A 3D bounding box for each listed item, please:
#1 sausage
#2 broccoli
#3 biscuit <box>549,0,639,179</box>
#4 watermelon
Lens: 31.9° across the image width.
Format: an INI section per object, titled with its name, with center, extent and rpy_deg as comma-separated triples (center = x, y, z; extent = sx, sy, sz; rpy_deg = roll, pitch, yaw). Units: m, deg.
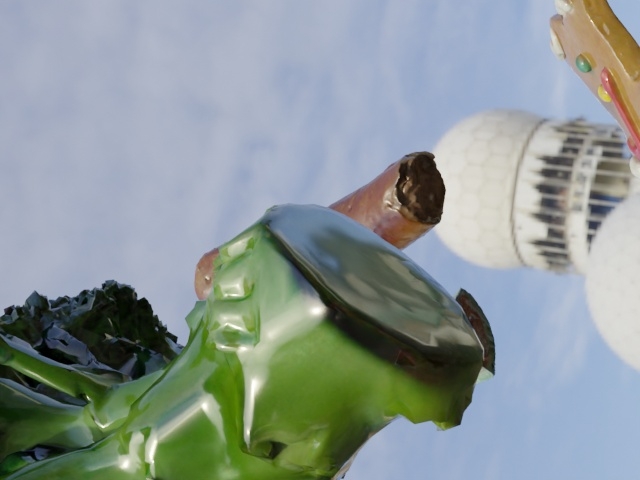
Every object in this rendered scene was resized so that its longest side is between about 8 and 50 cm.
[sausage]
center = 0.002, 0.002, 1.115
extent = 0.103, 0.302, 0.076
rpy_deg = 21, -128, -46
[broccoli]
center = -0.071, 0.103, 0.456
extent = 0.297, 0.297, 0.297
rpy_deg = -53, -26, 21
[biscuit]
center = 0.336, -0.135, 1.174
extent = 0.047, 0.340, 0.216
rpy_deg = -31, -19, 0
[watermelon]
center = 0.096, 0.080, 0.891
extent = 0.085, 0.085, 0.061
rpy_deg = -67, -25, -20
